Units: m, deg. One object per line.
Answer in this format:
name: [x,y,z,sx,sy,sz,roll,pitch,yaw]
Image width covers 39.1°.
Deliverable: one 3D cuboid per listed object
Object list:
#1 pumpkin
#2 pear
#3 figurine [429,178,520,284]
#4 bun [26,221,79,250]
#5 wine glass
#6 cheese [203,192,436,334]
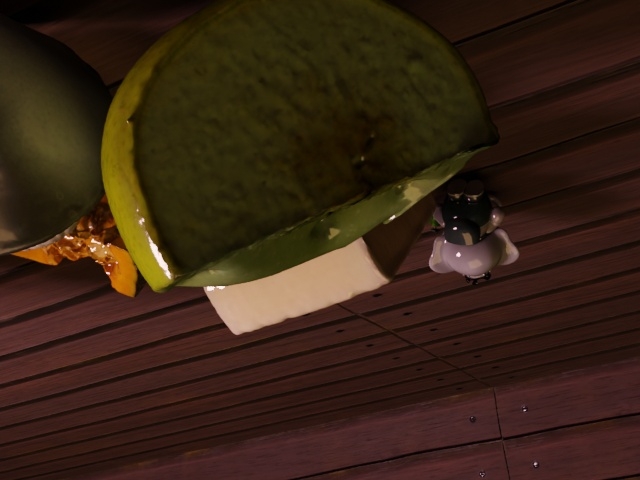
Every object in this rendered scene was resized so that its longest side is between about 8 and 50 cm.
pumpkin: [-0.320,-0.027,1.208,0.247,0.126,0.131,19,147,10]
pear: [-0.054,-0.091,0.879,0.342,0.239,0.318,-23,178,-19]
figurine: [0.237,-0.010,1.415,0.147,0.126,0.193,-1,127,16]
bun: [-0.357,-0.097,1.026,0.220,0.134,0.221,16,139,14]
wine glass: [-0.303,-0.190,0.690,0.267,0.267,0.406,-3,153,-8]
cheese: [0.000,0.000,1.245,0.265,0.124,0.242,-21,-167,32]
